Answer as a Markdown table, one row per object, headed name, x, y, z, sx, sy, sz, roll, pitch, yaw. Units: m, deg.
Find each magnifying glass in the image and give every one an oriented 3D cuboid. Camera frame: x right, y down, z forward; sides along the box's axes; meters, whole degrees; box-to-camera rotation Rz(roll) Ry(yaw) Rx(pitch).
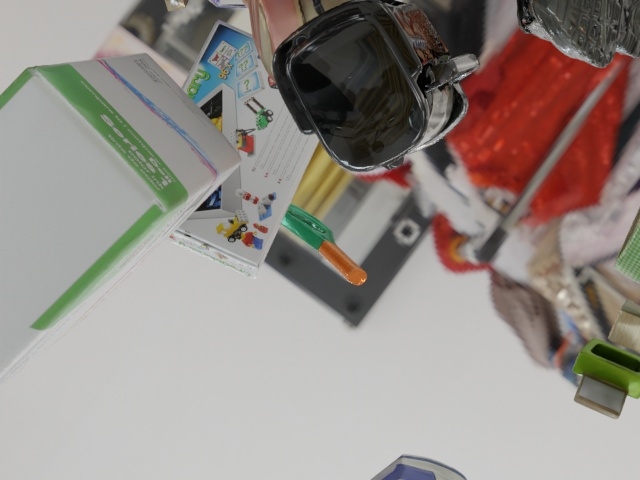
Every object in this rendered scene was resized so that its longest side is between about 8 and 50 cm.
| name | x | y | z | sx | sy | sz | roll | pitch | yaw |
| --- | --- | --- | --- | --- | --- | --- | --- | --- | --- |
| magnifying glass | 0.000 | 0.000 | 1.778 | 0.092 | 0.026 | 0.231 | 24 | -167 | -33 |

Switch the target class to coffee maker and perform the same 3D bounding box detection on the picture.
| name | x | y | z | sx | sy | sz | roll | pitch | yaw |
| --- | --- | --- | --- | --- | --- | --- | --- | --- | --- |
| coffee maker | 0.028 | -0.138 | 1.045 | 0.171 | 0.120 | 0.178 | 40 | -166 | 6 |

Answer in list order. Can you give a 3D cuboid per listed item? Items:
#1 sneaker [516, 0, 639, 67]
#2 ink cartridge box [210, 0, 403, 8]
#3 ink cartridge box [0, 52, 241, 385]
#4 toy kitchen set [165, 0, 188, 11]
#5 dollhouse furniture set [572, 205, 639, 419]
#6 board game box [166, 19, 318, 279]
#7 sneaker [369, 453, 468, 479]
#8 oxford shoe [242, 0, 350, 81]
| name | x | y | z | sx | sy | sz | roll | pitch | yaw |
| --- | --- | --- | --- | --- | --- | --- | --- | --- | --- |
| sneaker | 0.249 | -0.233 | 1.337 | 0.130 | 0.109 | 0.286 | 13 | -172 | 24 |
| ink cartridge box | -0.024 | -0.457 | 1.795 | 0.269 | 0.396 | 0.151 | -2 | -161 | -18 |
| ink cartridge box | -0.176 | -0.013 | 0.877 | 0.117 | 0.201 | 0.278 | 46 | -169 | -3 |
| toy kitchen set | -0.180 | -0.250 | 1.281 | 0.068 | 0.083 | 0.075 | -82 | -20 | -58 |
| dollhouse furniture set | 0.447 | 0.094 | 1.650 | 0.197 | 0.302 | 0.151 | 23 | -151 | 12 |
| board game box | -0.111 | -0.123 | 1.733 | 0.193 | 0.305 | 0.053 | 24 | 157 | 0 |
| sneaker | 0.179 | 0.396 | 1.549 | 0.315 | 0.127 | 0.182 | 42 | -168 | -24 |
| oxford shoe | -0.022 | -0.313 | 1.427 | 0.140 | 0.146 | 0.397 | 84 | 172 | -48 |
